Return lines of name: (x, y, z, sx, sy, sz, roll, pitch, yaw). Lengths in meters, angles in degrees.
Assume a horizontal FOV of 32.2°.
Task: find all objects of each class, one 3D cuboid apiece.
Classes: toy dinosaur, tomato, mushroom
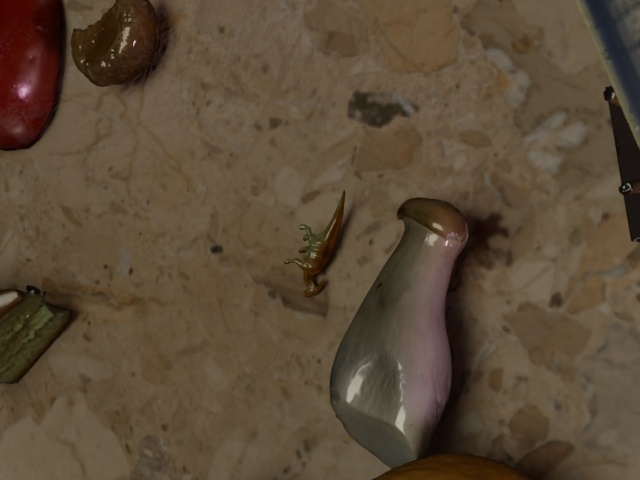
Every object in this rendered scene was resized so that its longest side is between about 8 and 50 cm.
toy dinosaur: (-0.003, -0.001, 1.021, 0.041, 0.026, 0.113, 28, 112, 28)
tomato: (-0.403, -0.213, 1.299, 0.228, 0.101, 0.228, -5, 82, 40)
mushroom: (0.073, 0.078, 0.926, 0.116, 0.093, 0.225, -4, 67, 59)

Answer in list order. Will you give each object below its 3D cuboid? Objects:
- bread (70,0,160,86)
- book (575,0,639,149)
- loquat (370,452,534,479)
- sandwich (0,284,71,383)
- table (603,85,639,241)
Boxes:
bread: (-0.213, -0.206, 1.177, 0.113, 0.060, 0.082, -23, 72, 35)
book: (0.293, -0.111, 0.674, 0.228, 0.018, 0.322, -28, 69, 30)
loquat: (0.095, 0.272, 0.817, 0.238, 0.193, 0.238, 13, 111, 36)
sandwich: (-0.399, 0.103, 1.251, 0.235, 0.122, 0.128, 5, 87, 37)
table: (0.307, -0.083, 0.743, 0.240, 0.111, 0.122, -15, 77, 35)
